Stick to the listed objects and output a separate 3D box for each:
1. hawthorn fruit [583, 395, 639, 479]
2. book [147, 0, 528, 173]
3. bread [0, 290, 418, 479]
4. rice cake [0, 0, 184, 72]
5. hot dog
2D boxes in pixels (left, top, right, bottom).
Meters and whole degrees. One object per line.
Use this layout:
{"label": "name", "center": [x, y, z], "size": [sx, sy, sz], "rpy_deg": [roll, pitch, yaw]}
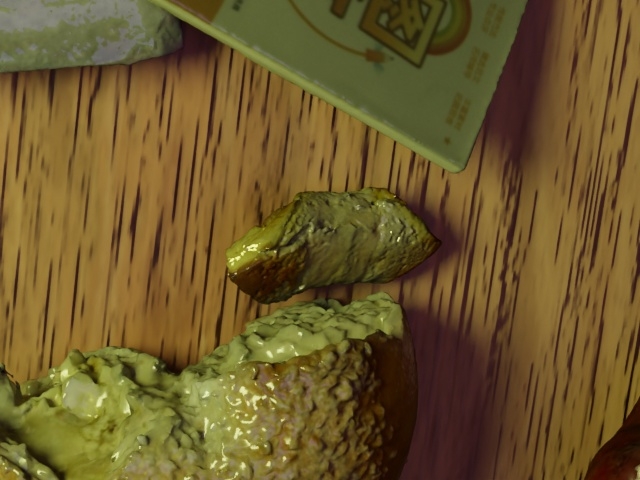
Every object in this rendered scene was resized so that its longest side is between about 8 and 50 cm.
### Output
{"label": "hawthorn fruit", "center": [0.304, 0.213, 0.941], "size": [0.224, 0.224, 0.261], "rpy_deg": [-24, 128, -10]}
{"label": "book", "center": [0.004, -0.199, 0.837], "size": [0.295, 0.020, 0.208], "rpy_deg": [27, 72, -18]}
{"label": "bread", "center": [-0.080, 0.153, 0.833], "size": [0.314, 0.171, 0.192], "rpy_deg": [-8, 98, -13]}
{"label": "rice cake", "center": [-0.281, -0.132, 0.779], "size": [0.398, 0.064, 0.070], "rpy_deg": [-5, 106, -15]}
{"label": "hot dog", "center": [0.000, -0.001, 0.881], "size": [0.168, 0.061, 0.078], "rpy_deg": [-5, 135, -34]}
